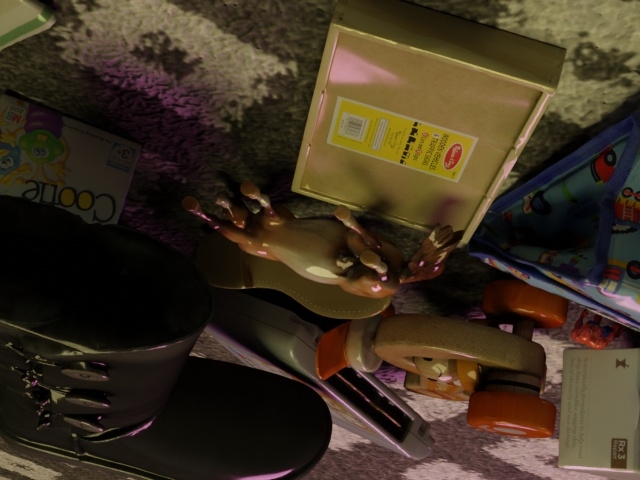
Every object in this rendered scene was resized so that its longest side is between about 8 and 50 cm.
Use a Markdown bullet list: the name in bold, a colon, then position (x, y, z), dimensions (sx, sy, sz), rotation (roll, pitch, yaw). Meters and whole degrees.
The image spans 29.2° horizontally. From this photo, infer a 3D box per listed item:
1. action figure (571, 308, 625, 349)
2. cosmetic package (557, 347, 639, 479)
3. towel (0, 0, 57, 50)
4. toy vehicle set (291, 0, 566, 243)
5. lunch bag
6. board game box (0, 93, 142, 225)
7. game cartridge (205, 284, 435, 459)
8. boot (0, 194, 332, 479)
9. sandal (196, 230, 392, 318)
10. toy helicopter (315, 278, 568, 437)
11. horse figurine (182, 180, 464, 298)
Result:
- **action figure**: position (0.257, 0.082, 1.143), dimensions (0.038, 0.030, 0.115), rotation (24, -167, 21)
- **cosmetic package**: position (0.317, 0.179, 1.209), dimensions (0.085, 0.117, 0.231), rotation (-4, 163, 36)
- **towel**: position (-0.297, -0.210, 0.982), dimensions (0.113, 0.023, 0.152), rotation (-12, 140, 42)
- **toy vehicle set**: position (0.073, -0.089, 0.976), dimensions (0.166, 0.035, 0.267), rotation (17, 155, -1)
- **lunch bag**: position (0.264, 0.019, 1.006), dimensions (0.221, 0.138, 0.293), rotation (21, 170, -11)
- **board game box**: position (-0.290, -0.007, 1.238), dimensions (0.144, 0.142, 0.275), rotation (20, 155, -12)
- **game cartridge**: position (-0.011, 0.154, 1.436), dimensions (0.198, 0.062, 0.297), rotation (12, 157, 44)
- **boot**: position (-0.139, 0.112, 1.133), dimensions (0.367, 0.146, 0.445), rotation (4, 153, -8)
- **sandal**: position (-0.010, 0.024, 1.240), dimensions (0.240, 0.088, 0.079), rotation (7, -175, 35)
- **toy helicopter**: position (0.117, 0.131, 1.294), dimensions (0.235, 0.140, 0.355), rotation (8, 166, 3)
- **horse figurine**: position (0.000, 0.000, 1.088), dimensions (0.263, 0.066, 0.174), rotation (15, 170, 19)
